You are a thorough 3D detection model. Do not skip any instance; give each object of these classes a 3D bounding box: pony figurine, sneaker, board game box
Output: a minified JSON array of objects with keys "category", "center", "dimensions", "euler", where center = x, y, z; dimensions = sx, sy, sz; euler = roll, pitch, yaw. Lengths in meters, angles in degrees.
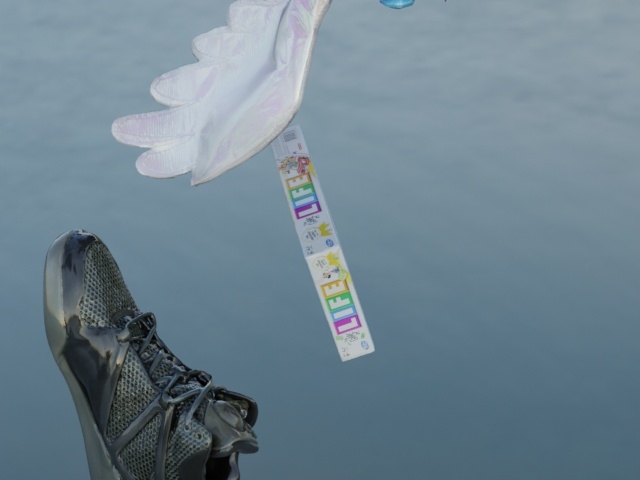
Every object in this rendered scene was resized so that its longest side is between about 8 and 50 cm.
[{"category":"pony figurine","center":[-0.006,-0.232,1.206],"dimensions":[0.363,0.303,0.351],"euler":[-24,3,-40]},{"category":"sneaker","center":[-0.114,0.094,1.213],"dimensions":[0.130,0.228,0.087],"euler":[-13,4,27]},{"category":"board game box","center":[0.000,0.000,1.265],"dimensions":[0.026,0.103,0.154],"euler":[-19,38,1]}]
